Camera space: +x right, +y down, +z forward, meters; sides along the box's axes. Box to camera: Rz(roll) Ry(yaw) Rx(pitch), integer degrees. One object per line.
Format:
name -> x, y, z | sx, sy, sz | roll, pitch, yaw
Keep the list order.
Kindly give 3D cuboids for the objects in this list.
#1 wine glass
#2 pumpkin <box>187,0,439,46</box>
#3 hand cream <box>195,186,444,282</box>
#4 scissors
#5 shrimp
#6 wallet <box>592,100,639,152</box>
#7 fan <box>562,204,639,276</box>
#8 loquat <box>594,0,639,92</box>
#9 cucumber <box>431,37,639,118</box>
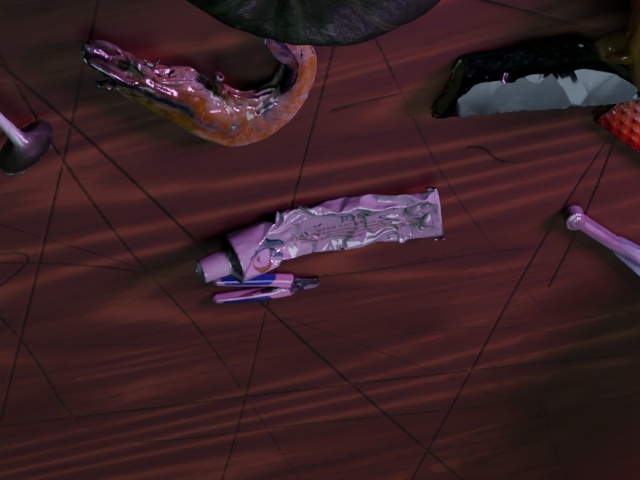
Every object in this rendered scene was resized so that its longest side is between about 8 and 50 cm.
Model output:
wine glass -> -0.313, -0.138, 1.297 | 0.066, 0.066, 0.198 | -26, 136, 15
pumpkin -> -0.011, -0.288, 1.105 | 0.300, 0.207, 0.300 | 3, 141, 2
hand cream -> -0.001, -0.003, 1.519 | 0.257, 0.050, 0.084 | -15, 139, -5
scissors -> -0.057, 0.049, 1.585 | 0.113, 0.012, 0.039 | -3, 137, -9
shrimp -> -0.100, -0.154, 1.335 | 0.219, 0.046, 0.152 | 17, 131, -33
wallet -> 0.371, -0.111, 1.504 | 0.196, 0.020, 0.103 | 28, 124, -34
fan -> 0.353, 0.029, 1.649 | 0.282, 0.023, 0.057 | 27, 133, -34
loquat -> 0.346, -0.180, 1.334 | 0.204, 0.149, 0.172 | -4, 142, 9
cucumber -> 0.212, -0.150, 1.406 | 0.220, 0.046, 0.070 | -7, 127, 1
